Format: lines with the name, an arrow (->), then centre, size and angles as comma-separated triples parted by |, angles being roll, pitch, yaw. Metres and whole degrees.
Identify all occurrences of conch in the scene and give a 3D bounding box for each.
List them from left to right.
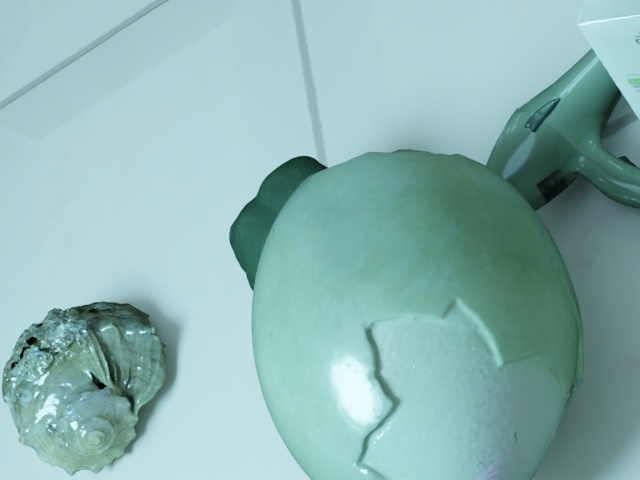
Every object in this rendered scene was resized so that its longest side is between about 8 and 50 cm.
conch -> -0.254, 0.138, 1.846 | 0.178, 0.163, 0.245 | -21, 28, -9

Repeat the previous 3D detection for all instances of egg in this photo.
egg -> 0.084, 0.093, 1.457 | 0.278, 0.278, 0.336 | -27, 57, 27

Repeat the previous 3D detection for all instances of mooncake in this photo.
mooncake -> 0.000, 0.000, 1.657 | 0.168, 0.175, 0.104 | -20, 36, -16

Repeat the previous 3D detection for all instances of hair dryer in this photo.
hair dryer -> 0.275, -0.109, 1.562 | 0.225, 0.088, 0.219 | 10, 70, 30

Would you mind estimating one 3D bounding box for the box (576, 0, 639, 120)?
box -> 0.368, -0.173, 1.399 | 0.260, 0.194, 0.111 | 0, 60, 33
